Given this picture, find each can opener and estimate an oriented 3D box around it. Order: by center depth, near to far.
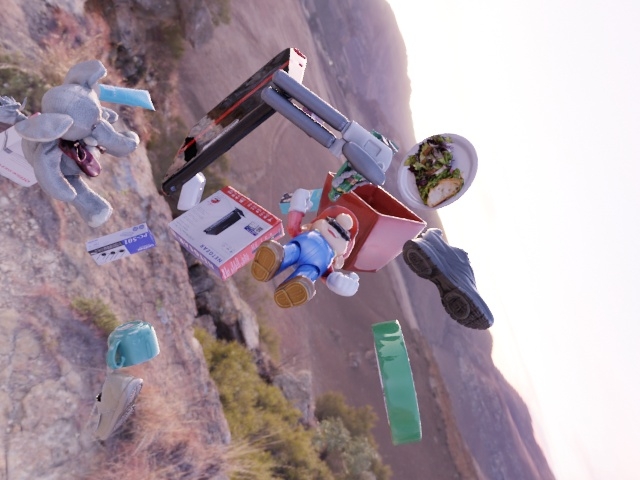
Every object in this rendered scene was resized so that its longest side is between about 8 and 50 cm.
[{"bbox_3d":[0.018,-0.210,0.878,0.280,0.074,0.093,36,8,-6],"label":"can opener"}]

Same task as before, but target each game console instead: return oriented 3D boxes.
[{"bbox_3d":[-0.195,-0.286,1.114,0.060,0.386,0.342,45,24,-29],"label":"game console"}]

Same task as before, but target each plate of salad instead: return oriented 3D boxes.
[{"bbox_3d":[0.263,-0.165,1.096,0.048,0.199,0.200,29,41,-48],"label":"plate of salad"}]

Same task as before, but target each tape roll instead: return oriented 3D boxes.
[{"bbox_3d":[0.202,0.382,1.293,0.321,0.077,0.322,-11,90,-87],"label":"tape roll"}]

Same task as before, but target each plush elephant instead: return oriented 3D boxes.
[{"bbox_3d":[-0.524,-0.235,1.037,0.330,0.255,0.272,39,55,-36],"label":"plush elephant"}]

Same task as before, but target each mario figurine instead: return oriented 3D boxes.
[{"bbox_3d":[0.000,0.000,0.957,0.320,0.169,0.198,-41,125,-60],"label":"mario figurine"}]

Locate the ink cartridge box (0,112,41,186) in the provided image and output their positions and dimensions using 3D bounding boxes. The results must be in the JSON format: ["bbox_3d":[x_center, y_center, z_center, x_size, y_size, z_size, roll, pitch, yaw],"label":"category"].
[{"bbox_3d":[-0.888,-0.273,1.459,0.158,0.217,0.092,47,23,-56],"label":"ink cartridge box"}]

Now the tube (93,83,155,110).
[{"bbox_3d":[-0.654,-0.483,1.588,0.207,0.052,0.080,-10,78,-54],"label":"tube"}]

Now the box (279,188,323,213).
[{"bbox_3d":[-0.059,-0.182,2.169,0.101,0.244,0.060,-70,149,-52],"label":"box"}]

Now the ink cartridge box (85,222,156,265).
[{"bbox_3d":[-0.692,0.013,1.653,0.097,0.206,0.046,89,-21,-58],"label":"ink cartridge box"}]

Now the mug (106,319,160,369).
[{"bbox_3d":[-0.520,0.283,1.314,0.157,0.129,0.098,-167,-116,-72],"label":"mug"}]

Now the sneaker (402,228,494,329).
[{"bbox_3d":[0.333,0.087,1.153,0.286,0.130,0.109,52,-31,3],"label":"sneaker"}]

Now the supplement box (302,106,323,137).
[{"bbox_3d":[-0.023,-0.340,1.329,0.055,0.043,0.083,39,49,-39],"label":"supplement box"}]

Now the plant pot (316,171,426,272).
[{"bbox_3d":[0.133,-0.042,1.570,0.267,0.236,0.267,8,29,-45],"label":"plant pot"}]

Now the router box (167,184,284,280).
[{"bbox_3d":[-0.360,-0.040,1.814,0.335,0.301,0.082,33,-32,31],"label":"router box"}]

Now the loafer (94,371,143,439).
[{"bbox_3d":[-0.564,0.444,1.298,0.092,0.269,0.102,36,29,4],"label":"loafer"}]

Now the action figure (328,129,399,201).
[{"bbox_3d":[0.106,-0.192,1.319,0.137,0.232,0.064,21,35,-45],"label":"action figure"}]

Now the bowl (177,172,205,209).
[{"bbox_3d":[-0.439,-0.170,1.631,0.142,0.053,0.142,-103,-148,-77],"label":"bowl"}]
